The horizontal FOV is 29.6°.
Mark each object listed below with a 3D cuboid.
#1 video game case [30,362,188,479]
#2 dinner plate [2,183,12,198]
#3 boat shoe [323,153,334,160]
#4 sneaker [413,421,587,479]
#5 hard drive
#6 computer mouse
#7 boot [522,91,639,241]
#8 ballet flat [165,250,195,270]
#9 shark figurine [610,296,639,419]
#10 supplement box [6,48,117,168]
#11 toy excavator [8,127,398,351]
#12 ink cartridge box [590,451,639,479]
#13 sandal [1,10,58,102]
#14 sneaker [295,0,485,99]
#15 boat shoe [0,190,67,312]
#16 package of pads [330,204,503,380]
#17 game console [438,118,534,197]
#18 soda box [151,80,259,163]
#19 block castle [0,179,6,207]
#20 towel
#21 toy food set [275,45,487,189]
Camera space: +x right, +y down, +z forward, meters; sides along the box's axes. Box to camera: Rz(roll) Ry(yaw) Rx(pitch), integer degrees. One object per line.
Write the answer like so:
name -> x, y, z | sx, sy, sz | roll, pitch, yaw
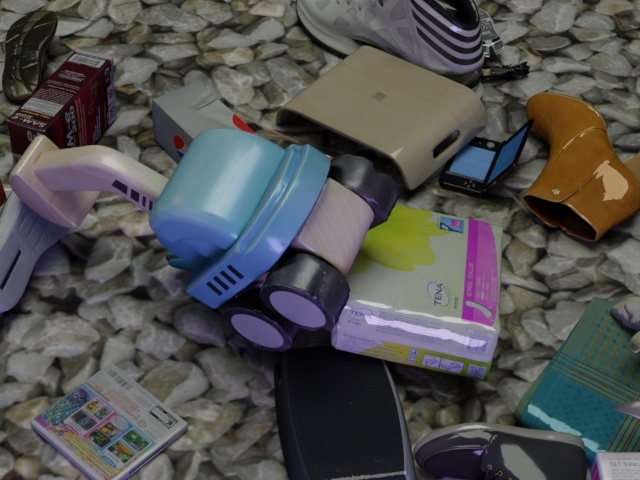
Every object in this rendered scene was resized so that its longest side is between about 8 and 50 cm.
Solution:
video game case -> -0.282, 0.247, 1.615 | 0.157, 0.019, 0.143 | 33, 51, 28
dinner plate -> -0.497, -0.048, 1.922 | 0.141, 0.017, 0.141 | 0, 43, 0
boat shoe -> 0.039, -0.109, 1.989 | 0.050, 0.045, 0.135 | -29, 52, -30
sneaker -> 0.230, 0.302, 1.533 | 0.222, 0.083, 0.118 | 1, 48, 2
hard drive -> 0.031, 0.238, 1.611 | 0.172, 0.054, 0.254 | -5, 43, -8
computer mouse -> 0.312, -0.368, 2.284 | 0.106, 0.042, 0.193 | -13, 51, -9
boot -> 0.395, -0.125, 1.984 | 0.211, 0.104, 0.295 | -33, 52, -28
ballet flat -> -0.105, 0.013, 1.818 | 0.247, 0.083, 0.087 | 8, 76, 0
shark figurine -> 0.486, 0.171, 1.624 | 0.166, 0.116, 0.278 | -21, 30, 22
supplement box -> -0.421, -0.200, 1.995 | 0.073, 0.130, 0.239 | 15, 42, 13
toy excavator -> -0.182, -0.052, 1.663 | 0.445, 0.433, 0.222 | 35, 62, -12
ink cartridge box -> 0.437, 0.398, 1.434 | 0.186, 0.065, 0.311 | 0, 50, -1
sandal -> -0.524, -0.328, 2.196 | 0.090, 0.060, 0.219 | -3, 57, 3
sneaker -> 0.133, -0.443, 2.196 | 0.169, 0.257, 0.447 | -32, 53, -31
boat shoe -> -0.466, -0.005, 1.813 | 0.094, 0.109, 0.302 | -12, 34, 25
package of pads -> 0.139, 0.060, 1.732 | 0.229, 0.101, 0.296 | 11, 32, 2
game console -> 0.276, -0.148, 2.012 | 0.124, 0.085, 0.144 | 16, 44, 14
soda box -> -0.162, -0.144, 1.984 | 0.098, 0.091, 0.286 | -25, 50, -27
block castle -> -0.718, -0.163, 1.899 | 0.303, 0.212, 0.453 | -21, 50, -28
towel -> 0.481, 0.242, 1.642 | 0.370, 0.040, 0.271 | 28, 50, 22
toy food set -> 0.102, -0.211, 2.085 | 0.306, 0.092, 0.220 | 28, 53, 32
